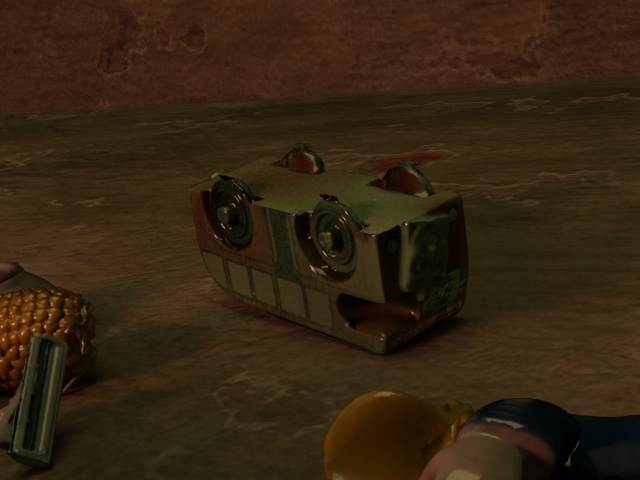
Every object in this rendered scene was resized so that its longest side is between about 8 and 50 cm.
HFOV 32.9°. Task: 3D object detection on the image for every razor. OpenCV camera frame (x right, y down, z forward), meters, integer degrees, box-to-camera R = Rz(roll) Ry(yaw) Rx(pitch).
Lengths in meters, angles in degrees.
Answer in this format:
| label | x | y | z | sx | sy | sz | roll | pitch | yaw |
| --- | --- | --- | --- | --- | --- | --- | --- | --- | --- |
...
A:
| label | x | y | z | sx | sy | sz | roll | pitch | yaw |
| --- | --- | --- | --- | --- | --- | --- | --- | --- | --- |
| razor | -0.339 | 0.152 | 0.883 | 0.277 | 0.056 | 0.111 | -10 | 51 | 12 |

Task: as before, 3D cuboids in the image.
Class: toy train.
| label | x | y | z | sx | sy | sz | roll | pitch | yaw |
| --- | --- | --- | --- | --- | --- | --- | --- | --- | --- |
| toy train | 0.000 | 0.000 | 1.061 | 0.129 | 0.159 | 0.326 | -23 | 25 | -37 |

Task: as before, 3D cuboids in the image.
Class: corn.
| label | x | y | z | sx | sy | sz | roll | pitch | yaw |
| --- | --- | --- | --- | --- | --- | --- | --- | --- | --- |
| corn | -0.330 | 0.101 | 0.977 | 0.260 | 0.091 | 0.091 | -11 | 37 | -2 |

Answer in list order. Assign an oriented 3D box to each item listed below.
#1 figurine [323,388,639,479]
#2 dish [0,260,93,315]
| label | x | y | z | sx | sy | sz | roll | pitch | yaw |
| --- | --- | --- | --- | --- | --- | --- | --- | --- | --- |
| figurine | 0.116 | 0.154 | 0.538 | 0.283 | 0.205 | 0.338 | -24 | 10 | -28 |
| dish | -0.357 | 0.070 | 1.120 | 0.224 | 0.078 | 0.246 | -18 | 19 | -29 |
